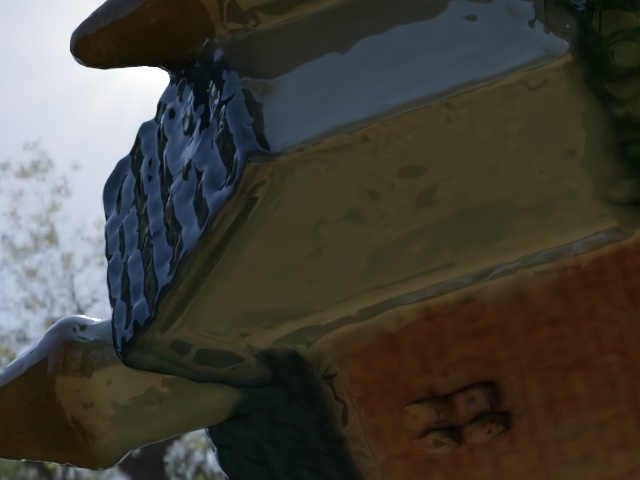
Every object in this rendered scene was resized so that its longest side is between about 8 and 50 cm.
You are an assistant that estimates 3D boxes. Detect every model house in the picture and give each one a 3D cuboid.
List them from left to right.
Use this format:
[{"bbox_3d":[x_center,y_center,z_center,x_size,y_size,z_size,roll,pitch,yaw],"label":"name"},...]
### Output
[{"bbox_3d":[0.000,0.000,0.596,0.324,0.194,0.267,-20,-51,0],"label":"model house"}]
